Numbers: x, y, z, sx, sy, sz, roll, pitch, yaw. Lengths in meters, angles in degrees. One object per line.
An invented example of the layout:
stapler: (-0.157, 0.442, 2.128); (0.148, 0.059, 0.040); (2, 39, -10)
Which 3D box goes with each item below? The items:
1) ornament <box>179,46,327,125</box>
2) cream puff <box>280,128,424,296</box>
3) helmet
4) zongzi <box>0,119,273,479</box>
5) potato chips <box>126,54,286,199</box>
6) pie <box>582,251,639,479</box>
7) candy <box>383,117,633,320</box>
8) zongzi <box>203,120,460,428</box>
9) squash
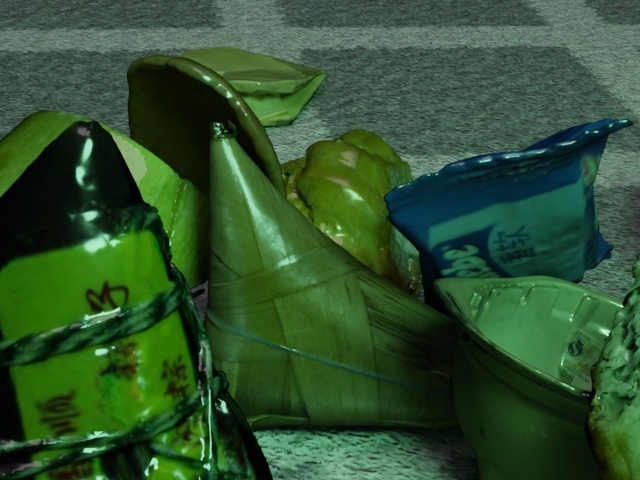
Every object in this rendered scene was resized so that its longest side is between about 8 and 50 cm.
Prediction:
ornament: (-0.073, -0.205, 1.769); (0.180, 0.059, 0.201); (-9, 26, -28)
cream puff: (-0.001, -0.005, 1.242); (0.195, 0.194, 0.221); (8, 22, 12)
helmet: (0.165, 0.124, 1.002); (0.257, 0.137, 0.204); (5, 26, -46)
zongzi: (-0.192, 0.168, 0.801); (0.362, 0.383, 0.319); (-23, -9, -28)
potato chips: (-0.086, -0.073, 1.114); (0.150, 0.201, 0.049); (11, 53, 29)
pie: (0.296, 0.140, 0.890); (0.103, 0.288, 0.354); (-33, 15, 41)
candy: (0.154, -0.003, 1.099); (0.187, 0.331, 0.077); (-20, 66, 4)
zongzi: (0.019, 0.029, 1.077); (0.228, 0.256, 0.115); (1, 18, -4)
squash: (-0.255, 0.063, 1.111); (0.234, 0.210, 0.309); (-2, 46, 50)
